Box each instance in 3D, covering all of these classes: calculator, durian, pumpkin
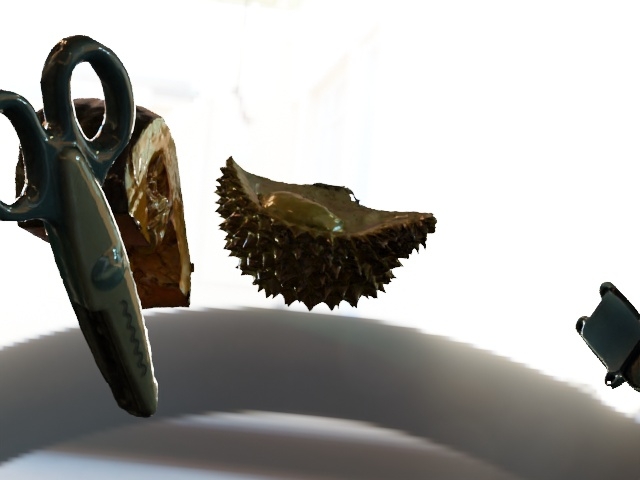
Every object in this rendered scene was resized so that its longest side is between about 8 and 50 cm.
[{"bbox_3d":[0.317,0.106,1.628,0.019,0.094,0.141,15,27,-34],"label":"calculator"},{"bbox_3d":[0.000,0.000,2.093,0.306,0.166,0.172,7,-39,3],"label":"durian"},{"bbox_3d":[-0.234,-0.016,1.715,0.139,0.281,0.190,-1,22,14],"label":"pumpkin"}]

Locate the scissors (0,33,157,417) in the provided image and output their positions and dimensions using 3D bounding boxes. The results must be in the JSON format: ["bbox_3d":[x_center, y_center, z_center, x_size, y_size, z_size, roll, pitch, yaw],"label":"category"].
[{"bbox_3d":[-0.155,0.007,1.051,0.041,0.289,0.138,16,42,34],"label":"scissors"}]
